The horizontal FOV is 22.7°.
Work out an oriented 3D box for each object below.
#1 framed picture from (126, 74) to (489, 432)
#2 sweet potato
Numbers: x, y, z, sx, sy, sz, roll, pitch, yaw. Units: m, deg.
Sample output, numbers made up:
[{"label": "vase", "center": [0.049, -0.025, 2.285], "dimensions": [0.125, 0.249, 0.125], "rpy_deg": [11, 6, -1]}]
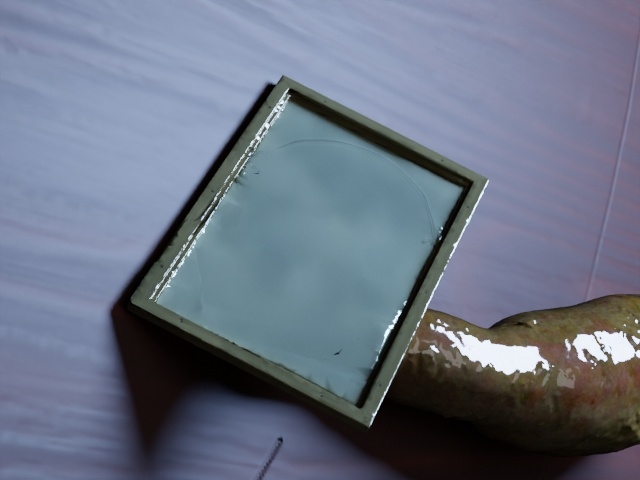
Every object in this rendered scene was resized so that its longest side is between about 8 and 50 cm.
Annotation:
[{"label": "framed picture", "center": [0.000, 0.000, 0.861], "dimensions": [0.136, 0.010, 0.201], "rpy_deg": [28, 48, 3]}, {"label": "sweet potato", "center": [0.131, 0.082, 0.984], "dimensions": [0.385, 0.109, 0.109], "rpy_deg": [4, 73, -43]}]
